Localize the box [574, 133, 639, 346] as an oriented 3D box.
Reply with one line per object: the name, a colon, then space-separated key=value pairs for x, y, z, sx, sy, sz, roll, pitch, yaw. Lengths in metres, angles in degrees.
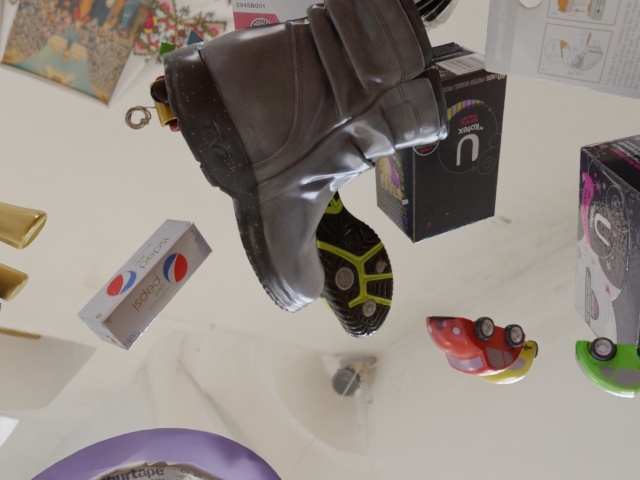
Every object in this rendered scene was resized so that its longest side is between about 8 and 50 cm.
box: x=0.397 y=0.016 z=0.692 sx=0.142 sy=0.247 sz=0.163 roll=-11 pitch=-150 yaw=1

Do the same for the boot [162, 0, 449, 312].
boot: x=0.019 y=-0.067 z=0.558 sx=0.222 sy=0.338 sz=0.118 roll=-21 pitch=-128 yaw=0

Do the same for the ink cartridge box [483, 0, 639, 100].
ink cartridge box: x=0.376 y=-0.292 z=0.593 sx=0.384 sy=0.308 sz=0.091 roll=18 pitch=-129 yaw=24

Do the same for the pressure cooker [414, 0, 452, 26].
pressure cooker: x=0.131 y=-0.627 z=1.307 sx=0.370 sy=0.375 sz=0.420 roll=65 pitch=-171 yaw=-3

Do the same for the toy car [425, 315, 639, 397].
toy car: x=0.236 y=0.122 z=0.589 sx=0.239 sy=0.224 sz=0.053 roll=33 pitch=-118 yaw=-62

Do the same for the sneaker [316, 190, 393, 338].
sneaker: x=0.000 y=0.000 z=1.050 sx=0.145 sy=0.147 sz=0.385 roll=-34 pitch=-77 yaw=-27

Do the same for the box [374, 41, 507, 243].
box: x=0.186 y=-0.158 z=0.961 sx=0.165 sy=0.271 sz=0.143 roll=-18 pitch=-143 yaw=-15

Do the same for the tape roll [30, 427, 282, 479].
tape roll: x=-0.102 y=0.205 z=0.336 sx=0.188 sy=0.080 sz=0.189 roll=-2 pitch=-151 yaw=1

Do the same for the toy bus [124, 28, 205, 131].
toy bus: x=-0.216 y=-0.258 z=0.996 sx=0.190 sy=0.104 sz=0.202 roll=27 pitch=-99 yaw=0

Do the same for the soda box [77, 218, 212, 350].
soda box: x=-0.271 y=0.064 z=0.932 sx=0.216 sy=0.073 sz=0.069 roll=-53 pitch=-47 yaw=-31

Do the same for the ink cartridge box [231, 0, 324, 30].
ink cartridge box: x=-0.014 y=-0.311 z=0.613 sx=0.158 sy=0.218 sz=0.092 roll=6 pitch=-144 yaw=11

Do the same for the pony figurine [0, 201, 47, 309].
pony figurine: x=-0.484 y=-0.042 z=0.599 sx=0.363 sy=0.351 sz=0.303 roll=36 pitch=-125 yaw=-13
